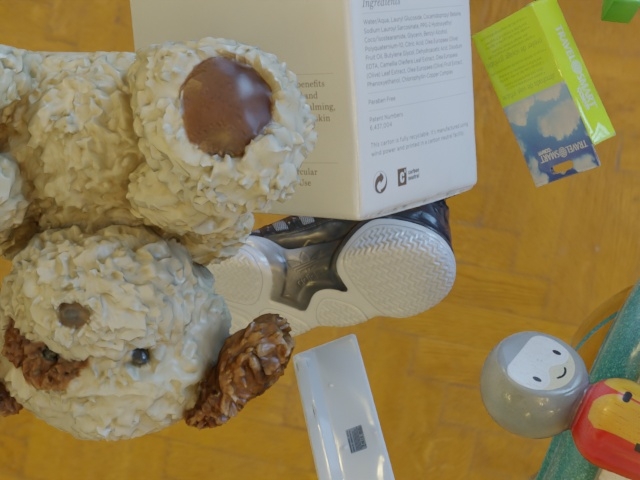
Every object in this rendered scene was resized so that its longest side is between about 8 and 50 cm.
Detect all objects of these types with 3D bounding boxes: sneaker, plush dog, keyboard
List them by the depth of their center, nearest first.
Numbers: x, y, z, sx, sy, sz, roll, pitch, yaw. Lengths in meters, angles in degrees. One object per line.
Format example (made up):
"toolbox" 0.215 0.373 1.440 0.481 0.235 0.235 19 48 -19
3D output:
"plush dog" -0.128 0.005 0.701 0.262 0.210 0.225 1 92 5
"sneaker" 0.000 0.000 1.070 0.269 0.153 0.101 -7 127 24
"keyboard" 0.026 0.199 1.184 0.072 0.014 0.256 -17 47 2

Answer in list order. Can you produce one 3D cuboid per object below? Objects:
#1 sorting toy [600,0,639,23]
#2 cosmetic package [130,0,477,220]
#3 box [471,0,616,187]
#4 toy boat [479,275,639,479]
"sorting toy" 0.328 -0.378 1.222 0.047 0.196 0.347 5 90 -8
"cosmetic package" -0.018 -0.207 0.818 0.197 0.155 0.365 6 104 37
"box" 0.235 -0.154 1.265 0.042 0.109 0.178 -25 92 -30
"toy boat" 0.208 0.116 0.860 0.148 0.318 0.267 24 92 19
